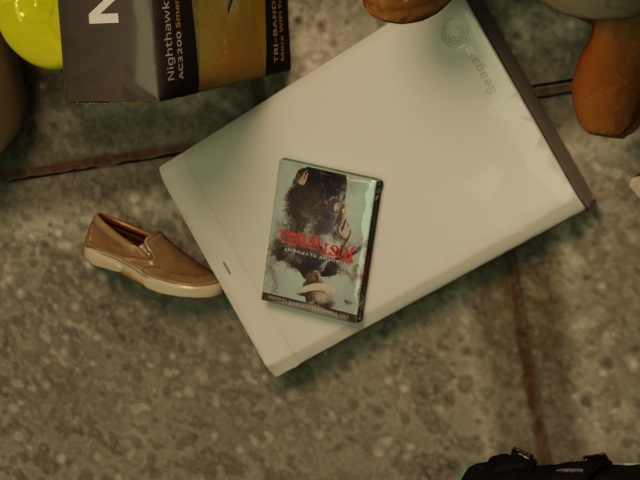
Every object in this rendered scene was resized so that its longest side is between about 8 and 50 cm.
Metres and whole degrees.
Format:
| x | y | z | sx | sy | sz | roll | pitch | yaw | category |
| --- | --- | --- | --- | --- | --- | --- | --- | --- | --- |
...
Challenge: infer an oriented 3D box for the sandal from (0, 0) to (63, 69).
| x | y | z | sx | sy | sz | roll | pitch | yaw | category |
| --- | --- | --- | --- | --- | --- | --- | --- | --- | --- |
| -0.194 | -0.299 | 1.402 | 0.126 | 0.138 | 0.317 | 7 | 106 | 32 | sandal |

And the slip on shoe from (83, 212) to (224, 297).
| x | y | z | sx | sy | sz | roll | pitch | yaw | category |
| --- | --- | --- | --- | --- | --- | --- | --- | --- | --- |
| -0.141 | 0.013 | 1.523 | 0.135 | 0.051 | 0.041 | 20 | 110 | 26 | slip on shoe |

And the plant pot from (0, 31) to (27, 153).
| x | y | z | sx | sy | sz | roll | pitch | yaw | category |
| --- | --- | --- | --- | --- | --- | --- | --- | --- | --- |
| -0.358 | -0.178 | 1.447 | 0.256 | 0.274 | 0.257 | -12 | 51 | 15 | plant pot |

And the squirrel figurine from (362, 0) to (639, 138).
| x | y | z | sx | sy | sz | roll | pitch | yaw | category |
| --- | --- | --- | --- | --- | --- | --- | --- | --- | --- |
| 0.128 | -0.337 | 1.255 | 0.370 | 0.281 | 0.397 | 33 | 88 | 29 | squirrel figurine |

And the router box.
| x | y | z | sx | sy | sz | roll | pitch | yaw | category |
| --- | --- | --- | --- | --- | --- | --- | --- | --- | --- |
| -0.111 | -0.268 | 1.347 | 0.081 | 0.243 | 0.309 | 1 | 102 | 22 | router box |

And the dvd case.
| x | y | z | sx | sy | sz | roll | pitch | yaw | category |
| --- | --- | --- | --- | --- | --- | --- | --- | --- | --- |
| 0.000 | 0.000 | 1.436 | 0.087 | 0.013 | 0.120 | 14 | 107 | 20 | dvd case |

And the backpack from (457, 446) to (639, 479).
| x | y | z | sx | sy | sz | roll | pitch | yaw | category |
| --- | --- | --- | --- | --- | --- | --- | --- | --- | --- |
| 0.166 | 0.252 | 1.366 | 0.165 | 0.188 | 0.144 | 3 | 102 | 21 | backpack |

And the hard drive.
| x | y | z | sx | sy | sz | roll | pitch | yaw | category |
| --- | --- | --- | --- | --- | --- | --- | --- | --- | --- |
| 0.039 | -0.045 | 1.441 | 0.307 | 0.040 | 0.203 | -30 | 88 | 25 | hard drive |

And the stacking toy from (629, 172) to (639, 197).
| x | y | z | sx | sy | sz | roll | pitch | yaw | category |
| --- | --- | --- | --- | --- | --- | --- | --- | --- | --- |
| 0.367 | 0.038 | 1.272 | 0.309 | 0.130 | 0.280 | -23 | 91 | 24 | stacking toy |
